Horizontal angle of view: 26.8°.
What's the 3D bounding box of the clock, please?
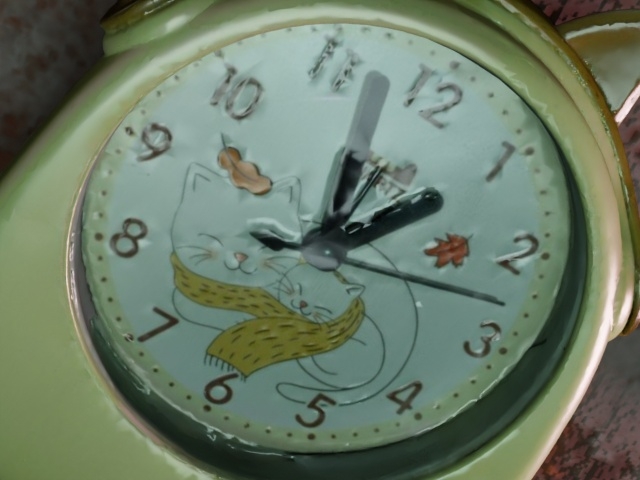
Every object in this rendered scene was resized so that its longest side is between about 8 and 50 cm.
[{"bbox_3d":[0.000,0.000,0.626,0.286,0.117,0.348,31,108,-14],"label":"clock"}]
